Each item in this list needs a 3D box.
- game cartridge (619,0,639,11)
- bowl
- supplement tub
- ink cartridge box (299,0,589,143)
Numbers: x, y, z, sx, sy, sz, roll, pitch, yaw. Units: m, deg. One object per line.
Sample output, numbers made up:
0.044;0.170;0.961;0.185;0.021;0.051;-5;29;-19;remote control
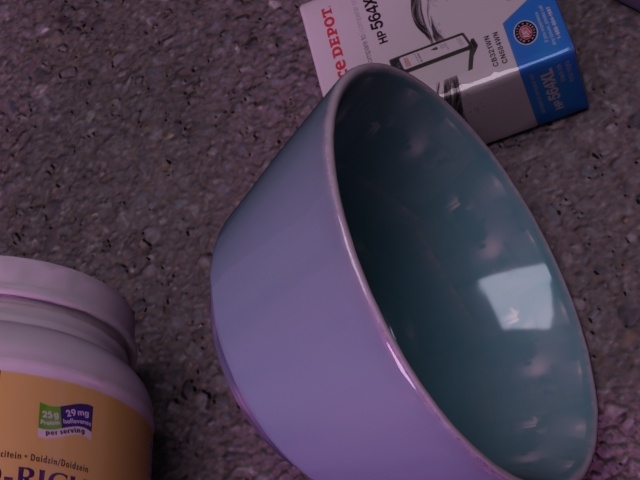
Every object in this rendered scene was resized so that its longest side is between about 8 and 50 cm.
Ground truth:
0.364;-0.299;1.098;0.198;0.062;0.297;36;80;28;game cartridge
0.040;0.052;0.911;0.163;0.311;0.311;-28;55;27;bowl
-0.241;0.202;0.941;0.241;0.241;0.331;-10;61;15;supplement tub
0.099;-0.153;1.097;0.203;0.086;0.148;-19;58;9;ink cartridge box
